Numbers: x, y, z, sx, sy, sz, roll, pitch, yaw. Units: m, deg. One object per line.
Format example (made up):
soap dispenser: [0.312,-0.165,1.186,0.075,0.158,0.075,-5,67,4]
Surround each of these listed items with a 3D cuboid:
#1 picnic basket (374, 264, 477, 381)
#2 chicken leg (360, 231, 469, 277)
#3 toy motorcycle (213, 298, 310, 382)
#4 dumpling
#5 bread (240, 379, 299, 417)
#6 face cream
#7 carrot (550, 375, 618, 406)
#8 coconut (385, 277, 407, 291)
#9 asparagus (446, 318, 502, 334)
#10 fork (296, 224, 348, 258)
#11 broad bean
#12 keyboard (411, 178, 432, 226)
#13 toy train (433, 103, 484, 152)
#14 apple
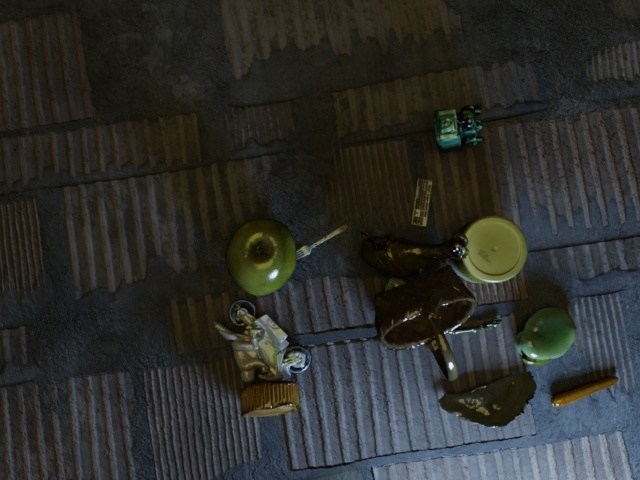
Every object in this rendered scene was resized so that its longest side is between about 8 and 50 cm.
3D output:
picnic basket: [0.355,0.289,1.715,0.337,0.293,0.337,-6,58,10]
chicken leg: [0.307,0.057,1.783,0.361,0.211,0.140,5,68,26]
toy motorcycle: [-0.212,0.365,1.835,0.340,0.108,0.223,44,81,-3]
dumpling: [0.576,0.557,1.814,0.332,0.086,0.166,-17,53,0]
bread: [-0.168,0.518,1.787,0.199,0.199,0.104,-8,66,0]
face cream: [0.553,0.034,1.810,0.218,0.179,0.218,0,85,1]
carrot: [0.892,0.508,1.834,0.247,0.043,0.043,-19,85,-2]
coconut: [0.262,0.163,1.857,0.082,0.083,0.081,39,58,-33]
asparagus: [0.508,0.302,1.865,0.236,0.027,0.034,-8,96,1]
fork: [0.000,0.001,1.906,0.219,0.028,0.034,-31,78,-6]
broad bean: [0.761,0.324,1.826,0.169,0.100,0.228,40,85,-3]
keyboard: [0.359,-0.134,1.910,0.055,0.017,0.166,9,86,1]
toy train: [0.464,-0.375,1.812,0.154,0.269,0.115,-5,87,17]
apple: [-0.199,0.052,1.818,0.260,0.194,0.261,-1,78,3]
